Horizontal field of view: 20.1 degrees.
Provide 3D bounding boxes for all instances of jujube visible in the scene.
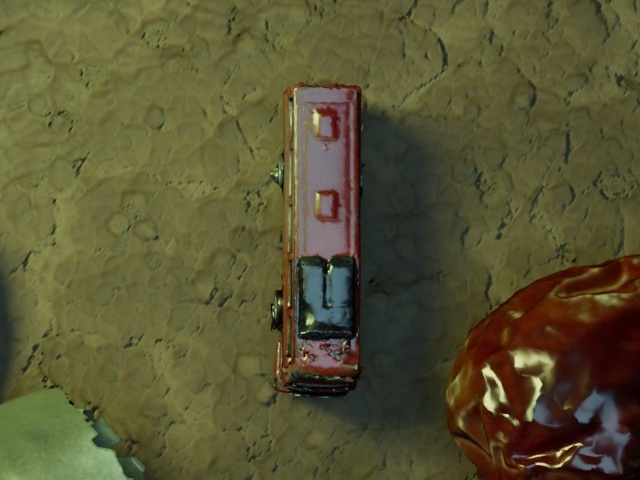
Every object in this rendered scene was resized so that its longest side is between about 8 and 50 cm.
[{"bbox_3d":[0.260,0.098,1.326,0.342,0.216,0.216,-19,90,-12],"label":"jujube"}]

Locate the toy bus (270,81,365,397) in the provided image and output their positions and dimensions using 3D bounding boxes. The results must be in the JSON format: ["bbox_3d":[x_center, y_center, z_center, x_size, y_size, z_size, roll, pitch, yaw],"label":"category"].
[{"bbox_3d":[0.000,0.000,1.344,0.073,0.096,0.235,1,87,-4],"label":"toy bus"}]

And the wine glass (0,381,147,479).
[{"bbox_3d":[-0.244,0.263,1.248,0.323,0.238,0.238,-39,92,-7],"label":"wine glass"}]
